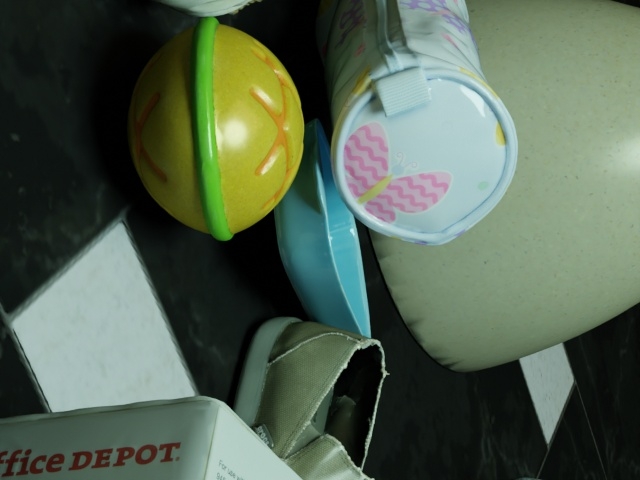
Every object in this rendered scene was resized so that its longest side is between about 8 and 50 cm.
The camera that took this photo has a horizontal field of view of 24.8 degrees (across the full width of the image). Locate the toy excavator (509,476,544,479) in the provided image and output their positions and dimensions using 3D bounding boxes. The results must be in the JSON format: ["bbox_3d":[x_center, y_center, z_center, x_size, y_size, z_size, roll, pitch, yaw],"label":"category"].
[{"bbox_3d":[0.356,0.370,1.108,0.433,0.445,0.222,56,36,-38],"label":"toy excavator"}]

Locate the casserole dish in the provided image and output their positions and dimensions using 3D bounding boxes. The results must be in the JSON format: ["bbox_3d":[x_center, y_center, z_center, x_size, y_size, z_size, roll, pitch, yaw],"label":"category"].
[{"bbox_3d":[0.000,0.000,0.944,0.188,0.037,0.114,65,17,-63],"label":"casserole dish"}]

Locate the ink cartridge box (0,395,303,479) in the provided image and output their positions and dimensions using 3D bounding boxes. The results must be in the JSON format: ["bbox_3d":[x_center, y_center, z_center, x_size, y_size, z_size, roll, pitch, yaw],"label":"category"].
[{"bbox_3d":[-0.101,0.182,0.615,0.087,0.153,0.208,49,41,-46],"label":"ink cartridge box"}]

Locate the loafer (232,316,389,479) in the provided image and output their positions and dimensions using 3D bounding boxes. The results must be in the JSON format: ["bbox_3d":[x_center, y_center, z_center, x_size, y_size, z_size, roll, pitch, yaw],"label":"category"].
[{"bbox_3d":[-0.012,0.151,0.865,0.094,0.087,0.251,48,41,-46],"label":"loafer"}]

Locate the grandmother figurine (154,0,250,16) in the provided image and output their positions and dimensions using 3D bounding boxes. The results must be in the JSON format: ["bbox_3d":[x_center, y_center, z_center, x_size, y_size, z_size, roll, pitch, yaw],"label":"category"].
[{"bbox_3d":[-0.122,-0.276,0.790,0.208,0.104,0.342,-51,123,-45],"label":"grandmother figurine"}]

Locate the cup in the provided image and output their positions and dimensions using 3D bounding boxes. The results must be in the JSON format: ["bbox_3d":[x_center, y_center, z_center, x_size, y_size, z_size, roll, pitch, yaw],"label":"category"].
[{"bbox_3d":[0.205,-0.068,1.194,0.331,0.237,0.331,28,58,-57],"label":"cup"}]

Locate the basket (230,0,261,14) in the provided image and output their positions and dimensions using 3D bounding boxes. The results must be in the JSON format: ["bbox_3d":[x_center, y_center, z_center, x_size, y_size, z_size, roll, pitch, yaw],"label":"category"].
[{"bbox_3d":[0.056,-0.302,0.916,0.223,0.299,0.213,-51,126,-56],"label":"basket"}]

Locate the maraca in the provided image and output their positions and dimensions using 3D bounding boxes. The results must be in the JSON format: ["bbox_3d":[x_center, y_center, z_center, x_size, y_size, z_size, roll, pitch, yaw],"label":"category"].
[{"bbox_3d":[-0.059,-0.066,0.847,0.186,0.099,0.127,-78,168,-82],"label":"maraca"}]

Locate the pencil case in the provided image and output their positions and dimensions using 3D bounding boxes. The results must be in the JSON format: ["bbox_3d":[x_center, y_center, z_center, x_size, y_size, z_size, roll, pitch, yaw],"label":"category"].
[{"bbox_3d":[0.057,-0.107,0.960,0.273,0.113,0.124,-95,-179,-61],"label":"pencil case"}]
